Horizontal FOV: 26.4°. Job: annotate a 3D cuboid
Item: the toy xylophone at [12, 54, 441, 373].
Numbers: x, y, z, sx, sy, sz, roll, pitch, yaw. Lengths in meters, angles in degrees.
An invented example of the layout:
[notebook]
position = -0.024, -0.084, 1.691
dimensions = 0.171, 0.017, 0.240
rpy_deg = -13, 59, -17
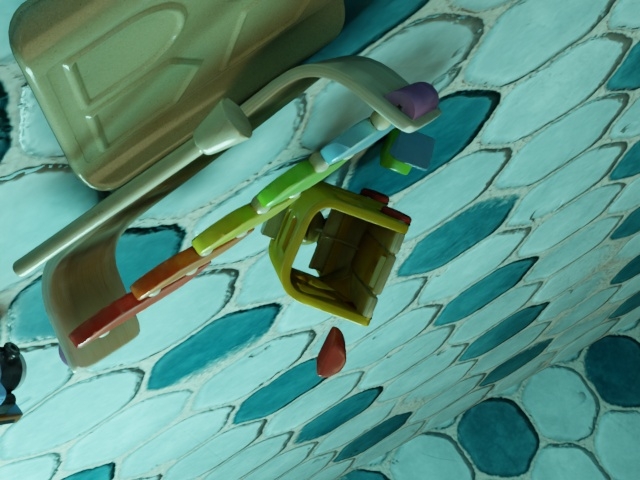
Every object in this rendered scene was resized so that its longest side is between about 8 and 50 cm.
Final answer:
[toy xylophone]
position = -0.075, -0.022, 0.929
dimensions = 0.323, 0.081, 0.236
rpy_deg = -36, 180, 26

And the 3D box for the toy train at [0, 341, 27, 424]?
[toy train]
position = -0.298, 0.119, 1.035
dimensions = 0.105, 0.080, 0.184
rpy_deg = -45, 159, 20

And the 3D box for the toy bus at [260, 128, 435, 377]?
[toy bus]
position = 0.004, -0.003, 1.162
dimensions = 0.104, 0.191, 0.202
rpy_deg = 21, 142, -11

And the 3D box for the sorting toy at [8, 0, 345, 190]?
[sorting toy]
position = -0.035, -0.159, 0.801
dimensions = 0.307, 0.041, 0.229
rpy_deg = -36, 166, -10
